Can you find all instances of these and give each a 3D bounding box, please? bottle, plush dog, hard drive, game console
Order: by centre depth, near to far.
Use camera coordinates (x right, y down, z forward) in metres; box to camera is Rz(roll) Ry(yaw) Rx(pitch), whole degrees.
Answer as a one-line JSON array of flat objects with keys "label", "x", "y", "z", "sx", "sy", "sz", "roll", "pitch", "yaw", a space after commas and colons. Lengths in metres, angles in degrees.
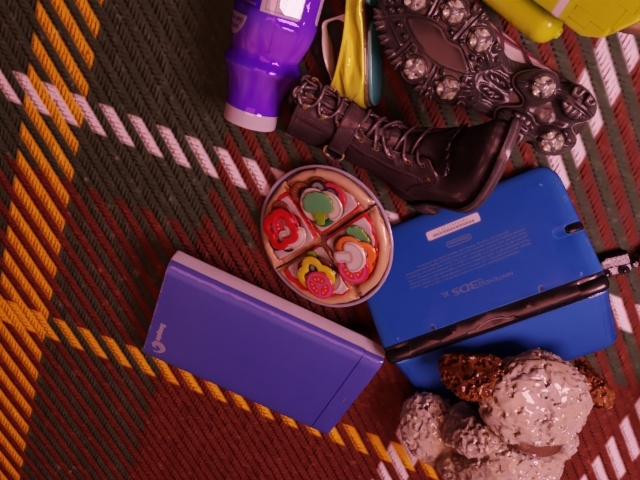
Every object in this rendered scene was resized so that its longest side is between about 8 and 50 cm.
[{"label": "bottle", "x": -0.049, "y": -0.269, "z": 0.644, "sx": 0.092, "sy": 0.118, "sz": 0.283, "roll": 7, "pitch": 116, "yaw": -25}, {"label": "plush dog", "x": 0.256, "y": 0.242, "z": 0.736, "sx": 0.262, "sy": 0.211, "sz": 0.226, "roll": 4, "pitch": 116, "yaw": -7}, {"label": "game console", "x": 0.229, "y": 0.077, "z": 0.795, "sx": 0.293, "sy": 0.173, "sz": 0.250, "roll": -23, "pitch": 76, "yaw": 15}, {"label": "hard drive", "x": -0.092, "y": 0.161, "z": 0.834, "sx": 0.318, "sy": 0.040, "sz": 0.210, "roll": 25, "pitch": 129, "yaw": -3}]

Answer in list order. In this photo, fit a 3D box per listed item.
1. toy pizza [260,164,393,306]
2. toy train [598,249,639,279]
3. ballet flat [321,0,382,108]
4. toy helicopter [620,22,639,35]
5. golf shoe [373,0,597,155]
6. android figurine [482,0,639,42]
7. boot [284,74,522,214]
[{"label": "toy pizza", "x": 0.000, "y": 0.000, "z": 0.754, "sx": 0.201, "sy": 0.032, "sz": 0.201, "roll": 11, "pitch": 113, "yaw": 26}, {"label": "toy train", "x": 0.443, "y": 0.016, "z": 0.744, "sx": 0.158, "sy": 0.027, "sz": 0.036, "roll": -16, "pitch": 98, "yaw": 13}, {"label": "ballet flat", "x": 0.040, "y": -0.270, "z": 0.660, "sx": 0.077, "sy": 0.077, "sz": 0.231, "roll": 14, "pitch": 116, "yaw": 21}, {"label": "toy helicopter", "x": 0.339, "y": -0.391, "z": 0.562, "sx": 0.234, "sy": 0.140, "sz": 0.355, "roll": 4, "pitch": 101, "yaw": 15}, {"label": "golf shoe", "x": 0.178, "y": -0.197, "z": 0.646, "sx": 0.272, "sy": 0.120, "sz": 0.105, "roll": 35, "pitch": 116, "yaw": -5}, {"label": "android figurine", "x": 0.253, "y": -0.309, "z": 0.532, "sx": 0.273, "sy": 0.056, "sz": 0.248, "roll": 45, "pitch": 139, "yaw": 19}, {"label": "boot", "x": 0.068, "y": -0.115, "z": 0.635, "sx": 0.228, "sy": 0.263, "sz": 0.091, "roll": 27, "pitch": 75, "yaw": -10}]
